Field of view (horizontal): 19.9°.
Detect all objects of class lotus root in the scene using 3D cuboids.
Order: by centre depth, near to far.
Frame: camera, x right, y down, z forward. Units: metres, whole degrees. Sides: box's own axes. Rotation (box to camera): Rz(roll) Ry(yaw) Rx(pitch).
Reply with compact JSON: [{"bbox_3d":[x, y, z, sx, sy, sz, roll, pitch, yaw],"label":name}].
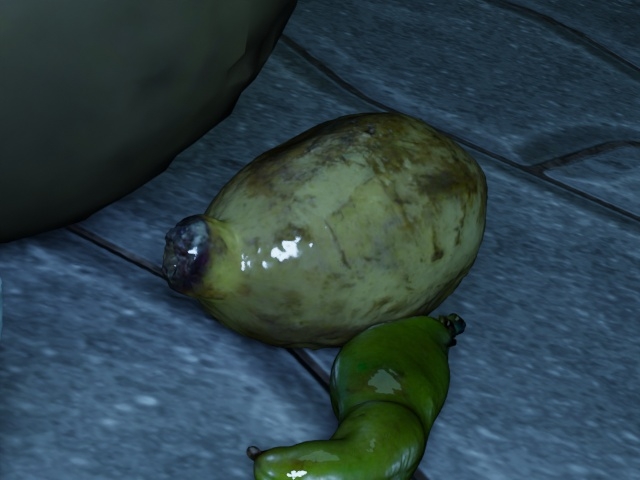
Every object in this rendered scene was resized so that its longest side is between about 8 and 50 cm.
[{"bbox_3d":[0.000,0.000,0.996,0.214,0.138,0.138,-16,36,-38],"label":"lotus root"}]

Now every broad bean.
[{"bbox_3d":[0.029,0.082,0.909,0.070,0.048,0.213,23,24,15],"label":"broad bean"}]

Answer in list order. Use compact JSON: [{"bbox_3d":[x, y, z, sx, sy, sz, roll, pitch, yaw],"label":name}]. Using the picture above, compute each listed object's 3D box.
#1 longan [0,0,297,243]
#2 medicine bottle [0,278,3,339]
[{"bbox_3d":[-0.217,-0.188,0.993,0.436,0.404,0.404,-14,25,-5],"label":"longan"},{"bbox_3d":[-0.289,0.024,0.647,0.318,0.158,0.158,20,20,7],"label":"medicine bottle"}]
